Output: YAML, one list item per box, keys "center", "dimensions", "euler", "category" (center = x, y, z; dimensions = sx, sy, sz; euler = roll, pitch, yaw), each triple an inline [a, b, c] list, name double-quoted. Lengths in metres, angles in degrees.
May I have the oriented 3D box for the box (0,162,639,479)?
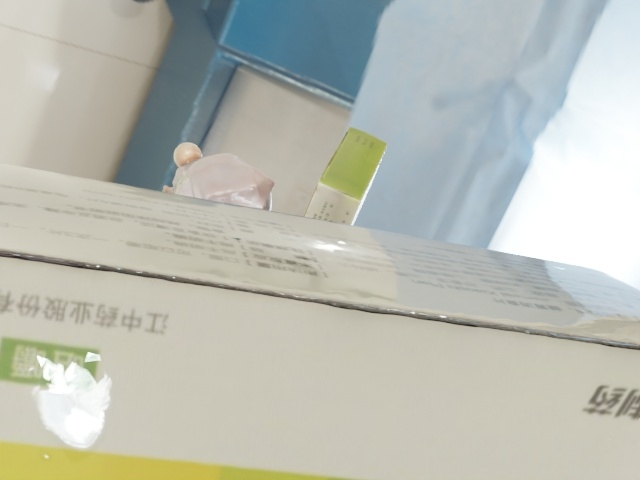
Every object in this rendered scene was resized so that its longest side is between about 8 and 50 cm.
- center: [-0.018, 0.084, 0.428]
  dimensions: [0.333, 0.145, 0.173]
  euler: [9, 100, -15]
  category: "box"

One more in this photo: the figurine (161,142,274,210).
- center: [-0.143, -0.038, 1.477]
  dimensions: [0.133, 0.276, 0.200]
  euler: [-12, 84, -14]
  category: "figurine"

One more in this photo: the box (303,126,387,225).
- center: [0.000, 0.001, 1.413]
  dimensions: [0.175, 0.062, 0.260]
  euler: [-63, 176, -58]
  category: "box"
